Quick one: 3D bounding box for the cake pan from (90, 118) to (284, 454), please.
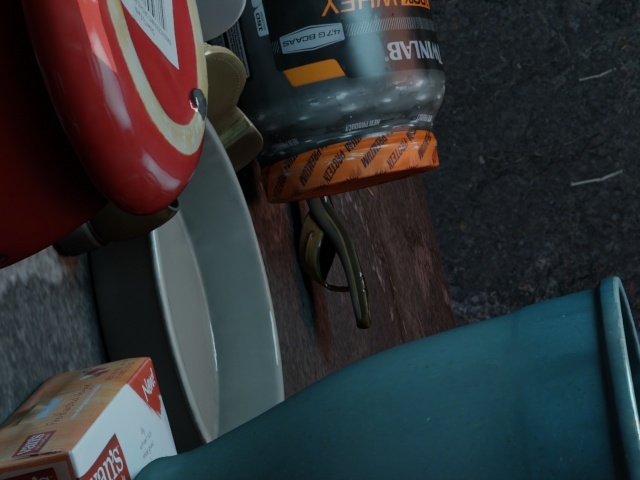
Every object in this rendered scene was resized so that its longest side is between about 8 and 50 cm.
[{"bbox_3d":[-0.091,0.045,1.118,0.293,0.054,0.293,-13,90,-80],"label":"cake pan"}]

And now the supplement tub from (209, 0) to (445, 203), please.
[{"bbox_3d":[-0.005,-0.214,1.461,0.207,0.207,0.338,-5,82,-80],"label":"supplement tub"}]

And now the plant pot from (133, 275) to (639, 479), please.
[{"bbox_3d":[0.048,0.177,0.778,0.271,0.255,0.271,-13,90,-78],"label":"plant pot"}]

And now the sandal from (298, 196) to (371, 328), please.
[{"bbox_3d":[0.000,0.000,1.670,0.090,0.060,0.219,65,1,-72],"label":"sandal"}]

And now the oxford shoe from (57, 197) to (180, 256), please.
[{"bbox_3d":[-0.135,-0.112,0.961,0.083,0.096,0.227,-47,122,-75],"label":"oxford shoe"}]

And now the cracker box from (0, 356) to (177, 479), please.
[{"bbox_3d":[-0.105,0.194,0.831,0.156,0.067,0.232,-60,136,-75],"label":"cracker box"}]

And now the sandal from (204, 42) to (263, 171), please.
[{"bbox_3d":[-0.106,-0.117,1.232,0.079,0.088,0.240,54,-3,16],"label":"sandal"}]

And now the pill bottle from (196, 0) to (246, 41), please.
[{"bbox_3d":[-0.109,-0.265,1.155,0.136,0.136,0.245,63,18,-54],"label":"pill bottle"}]

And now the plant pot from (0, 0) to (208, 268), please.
[{"bbox_3d":[-0.146,-0.076,0.648,0.191,0.174,0.191,-10,90,-79],"label":"plant pot"}]
